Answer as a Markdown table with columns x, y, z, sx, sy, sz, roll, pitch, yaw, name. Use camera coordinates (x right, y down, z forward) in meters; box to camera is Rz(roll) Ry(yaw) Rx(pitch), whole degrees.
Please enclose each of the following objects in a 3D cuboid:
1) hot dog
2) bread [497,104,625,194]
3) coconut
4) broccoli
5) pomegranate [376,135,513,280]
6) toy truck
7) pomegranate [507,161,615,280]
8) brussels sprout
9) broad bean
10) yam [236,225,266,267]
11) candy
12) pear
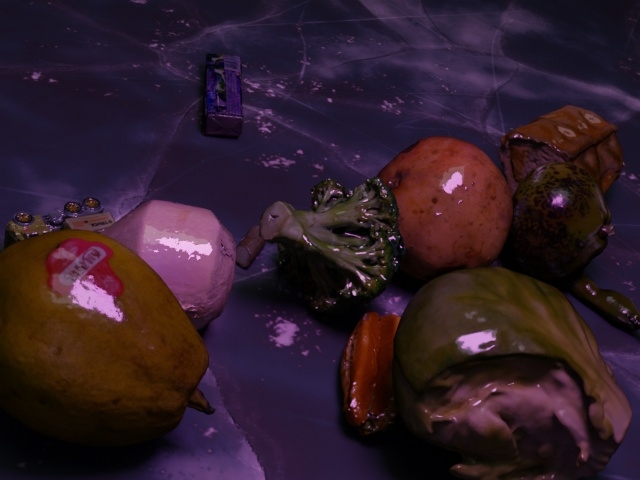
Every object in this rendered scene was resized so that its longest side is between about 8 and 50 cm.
| x | y | z | sx | sy | sz | roll | pitch | yaw | name |
| --- | --- | --- | --- | --- | --- | --- | --- | --- | --- |
| 0.088 | 0.214 | 1.631 | 0.115 | 0.072 | 0.269 | 15 | 37 | 1 | hot dog |
| 0.537 | -0.175 | 2.210 | 0.196 | 0.238 | 0.252 | -6 | 23 | 43 | bread |
| -0.262 | 0.043 | 1.633 | 0.234 | 0.224 | 0.224 | 2 | 37 | -20 | coconut |
| 0.000 | 0.000 | 1.741 | 0.269 | 0.269 | 0.254 | 4 | 66 | -14 | broccoli |
| 0.225 | -0.054 | 1.880 | 0.281 | 0.281 | 0.281 | 9 | 36 | -7 | pomegranate |
| -0.439 | 0.002 | 1.731 | 0.191 | 0.085 | 0.116 | -16 | 50 | -38 | toy truck |
| 0.441 | -0.035 | 1.981 | 0.204 | 0.276 | 0.222 | 29 | 71 | -22 | pomegranate |
| 0.283 | 0.204 | 1.522 | 0.371 | 0.276 | 0.315 | 30 | 27 | -6 | brussels sprout |
| 0.554 | 0.116 | 1.945 | 0.070 | 0.048 | 0.213 | -12 | 40 | -30 | broad bean |
| -0.130 | 0.010 | 1.860 | 0.043 | 0.043 | 0.094 | 22 | 35 | 10 | yam |
| -0.223 | -0.336 | 2.284 | 0.088 | 0.061 | 0.312 | 6 | 35 | -9 | candy |
| -0.314 | 0.152 | 1.415 | 0.375 | 0.287 | 0.287 | 29 | 36 | -1 | pear |
